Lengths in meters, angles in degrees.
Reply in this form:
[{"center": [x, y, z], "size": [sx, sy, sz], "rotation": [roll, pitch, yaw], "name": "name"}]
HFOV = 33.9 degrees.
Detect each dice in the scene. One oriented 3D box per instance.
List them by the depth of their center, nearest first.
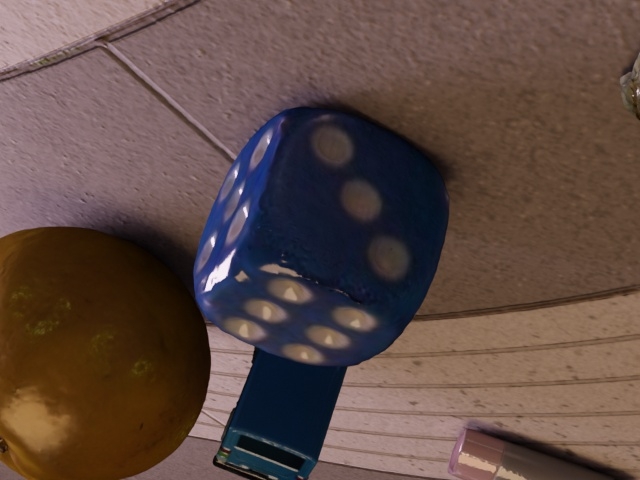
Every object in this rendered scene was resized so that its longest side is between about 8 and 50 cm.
[{"center": [0.000, 0.000, 0.763], "size": [0.146, 0.146, 0.143], "rotation": [24, 150, -16], "name": "dice"}]

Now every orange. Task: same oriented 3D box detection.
[{"center": [-0.248, 0.118, 1.037], "size": [0.279, 0.235, 0.279], "rotation": [17, 145, 12], "name": "orange"}]

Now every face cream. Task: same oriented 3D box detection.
[{"center": [0.243, 0.265, 1.166], "size": [0.198, 0.057, 0.084], "rotation": [20, 153, 4], "name": "face cream"}]

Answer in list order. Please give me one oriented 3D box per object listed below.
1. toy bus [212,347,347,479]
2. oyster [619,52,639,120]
[{"center": [-0.023, 0.125, 0.961], "size": [0.090, 0.184, 0.106], "rotation": [20, 144, -1], "name": "toy bus"}, {"center": [0.226, -0.081, 0.563], "size": [0.125, 0.064, 0.177], "rotation": [38, 161, -2], "name": "oyster"}]
